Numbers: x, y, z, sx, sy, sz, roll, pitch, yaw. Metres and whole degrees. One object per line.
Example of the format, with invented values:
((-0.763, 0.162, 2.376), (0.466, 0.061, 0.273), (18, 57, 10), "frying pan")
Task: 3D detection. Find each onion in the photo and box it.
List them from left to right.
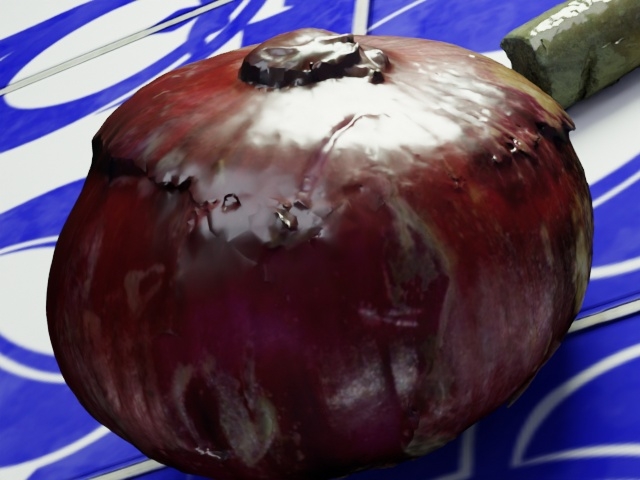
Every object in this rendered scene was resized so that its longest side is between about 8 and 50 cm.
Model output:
((0.000, 0.000, 0.793), (0.246, 0.190, 0.246), (-9, 25, 4), "onion")

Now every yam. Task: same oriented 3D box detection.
((0.163, -0.118, 0.964), (0.132, 0.054, 0.054), (-30, 30, -1), "yam")
